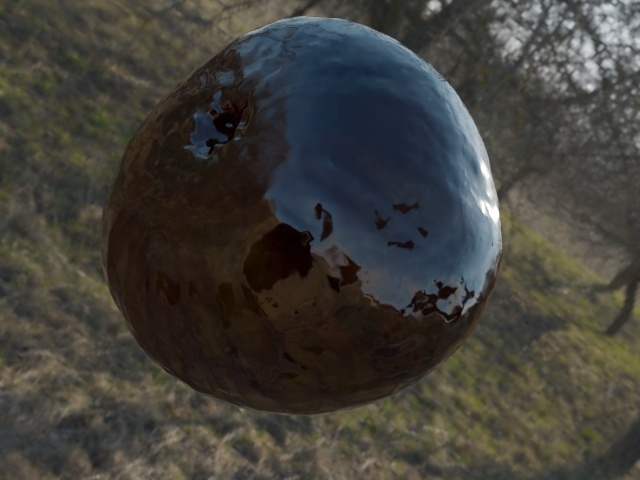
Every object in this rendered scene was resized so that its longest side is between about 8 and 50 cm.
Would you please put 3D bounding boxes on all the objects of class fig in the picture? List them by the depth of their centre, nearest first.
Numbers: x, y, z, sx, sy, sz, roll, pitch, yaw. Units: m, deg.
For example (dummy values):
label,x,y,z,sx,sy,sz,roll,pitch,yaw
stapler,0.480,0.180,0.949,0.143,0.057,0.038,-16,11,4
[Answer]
label,x,y,z,sx,sy,sz,roll,pitch,yaw
fig,-0.006,-0.011,0.553,0.214,0.235,0.235,31,13,-22
